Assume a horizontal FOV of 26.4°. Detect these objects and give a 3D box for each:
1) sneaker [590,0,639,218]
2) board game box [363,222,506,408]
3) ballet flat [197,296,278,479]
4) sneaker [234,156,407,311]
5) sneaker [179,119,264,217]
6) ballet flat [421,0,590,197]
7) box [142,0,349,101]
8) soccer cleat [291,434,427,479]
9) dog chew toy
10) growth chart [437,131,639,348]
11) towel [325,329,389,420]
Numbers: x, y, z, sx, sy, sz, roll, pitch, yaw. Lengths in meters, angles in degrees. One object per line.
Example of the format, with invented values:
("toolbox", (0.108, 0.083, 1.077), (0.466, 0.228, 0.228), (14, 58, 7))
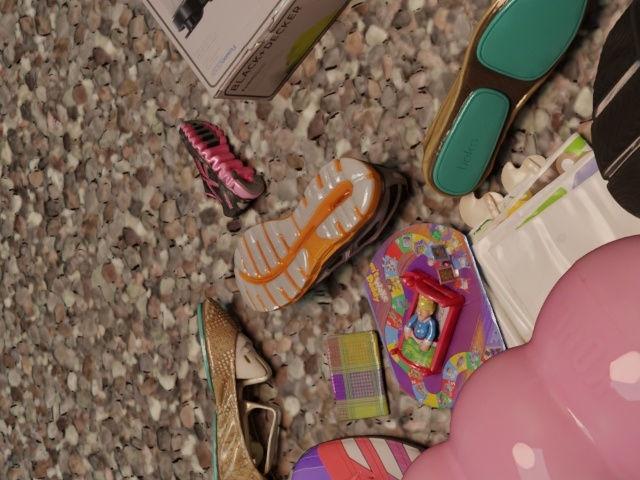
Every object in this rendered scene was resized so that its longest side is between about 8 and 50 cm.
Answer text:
("sneaker", (0.359, -0.020, 0.948), (0.169, 0.257, 0.447), (-51, 30, 26))
("board game box", (0.090, 0.071, 1.216), (0.133, 0.033, 0.168), (-26, 79, 42))
("ballet flat", (-0.077, 0.155, 1.349), (0.067, 0.073, 0.206), (-7, 91, 10))
("sneaker", (0.000, 0.000, 1.266), (0.215, 0.083, 0.084), (-38, 71, 37))
("sneaker", (-0.108, -0.070, 1.367), (0.119, 0.047, 0.057), (51, 131, 25))
("ballet flat", (0.146, -0.145, 1.150), (0.232, 0.080, 0.073), (-59, 18, 24))
("box", (-0.106, -0.292, 1.323), (0.169, 0.087, 0.290), (-50, 64, 27))
("soccer cleat", (0.086, 0.247, 1.188), (0.318, 0.116, 0.108), (13, 101, 36))
("dog chew toy", (0.192, 0.147, 1.016), (0.332, 0.206, 0.206), (-40, 68, 11))
("growth chart", (0.213, -0.002, 1.140), (0.237, 0.021, 0.172), (-33, 72, 33))
("towel", (0.035, 0.126, 1.287), (0.060, 0.009, 0.083), (-12, 86, 36))
